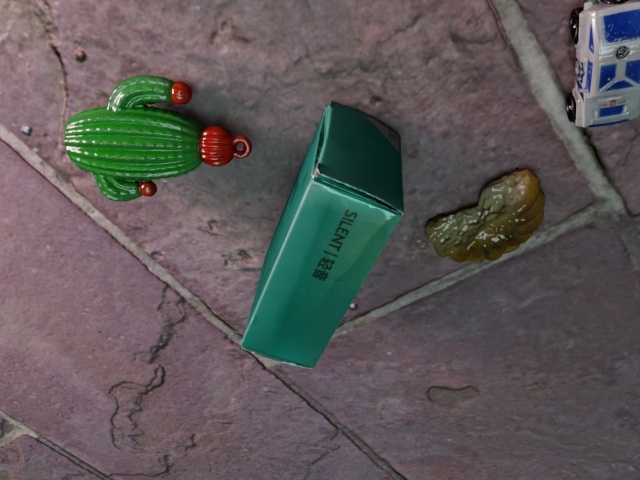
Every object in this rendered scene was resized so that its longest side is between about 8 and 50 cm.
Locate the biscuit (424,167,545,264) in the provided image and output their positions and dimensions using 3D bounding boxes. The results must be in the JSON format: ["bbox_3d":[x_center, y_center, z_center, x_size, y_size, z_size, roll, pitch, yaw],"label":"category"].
[{"bbox_3d":[0.254,-0.019,0.782,0.118,0.061,0.183,39,121,-23],"label":"biscuit"}]

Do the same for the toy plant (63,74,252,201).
[{"bbox_3d":[-0.228,-0.144,0.727,0.240,0.088,0.155,-20,107,12],"label":"toy plant"}]

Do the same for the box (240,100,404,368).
[{"bbox_3d":[0.000,0.000,0.735,0.118,0.205,0.311,18,126,-10],"label":"box"}]

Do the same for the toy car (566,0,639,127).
[{"bbox_3d":[0.337,-0.211,0.621,0.080,0.070,0.171,-7,126,12],"label":"toy car"}]
